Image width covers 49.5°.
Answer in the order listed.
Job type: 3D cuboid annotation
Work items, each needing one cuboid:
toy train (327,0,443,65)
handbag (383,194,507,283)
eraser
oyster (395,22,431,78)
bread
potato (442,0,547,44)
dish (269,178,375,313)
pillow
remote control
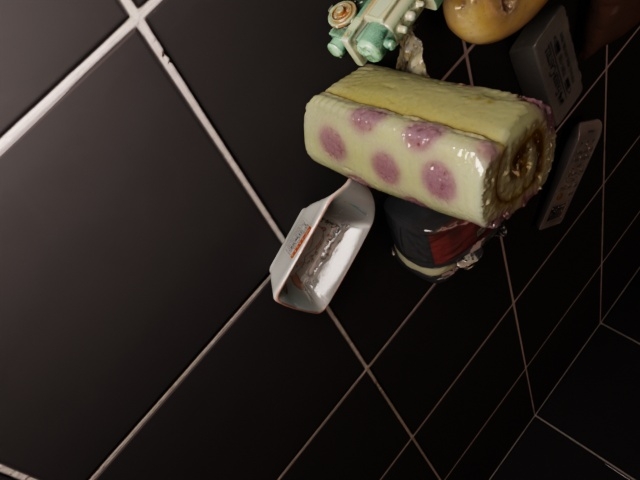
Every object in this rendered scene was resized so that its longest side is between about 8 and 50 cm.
[{"bbox_3d":[0.093,-0.329,0.966,0.194,0.125,0.081,-56,142,-5],"label":"toy train"},{"bbox_3d":[0.254,-0.047,1.335,0.254,0.181,0.181,-42,140,-19],"label":"handbag"},{"bbox_3d":[0.483,-0.358,1.474,0.111,0.077,0.352,-56,146,-5],"label":"eraser"},{"bbox_3d":[0.149,-0.255,1.131,0.071,0.133,0.209,-17,149,5],"label":"oyster"},{"bbox_3d":[0.145,-0.141,0.991,0.187,0.338,0.155,-38,134,-28],"label":"bread"},{"bbox_3d":[0.296,-0.417,1.143,0.233,0.146,0.150,-36,96,-11],"label":"potato"},{"bbox_3d":[0.000,0.000,1.150,0.154,0.064,0.234,26,96,-56],"label":"dish"},{"bbox_3d":[0.692,-0.589,1.538,0.307,0.108,0.306,-38,145,-23],"label":"pillow"},{"bbox_3d":[0.652,-0.177,1.851,0.109,0.055,0.313,-16,132,-37],"label":"remote control"}]
